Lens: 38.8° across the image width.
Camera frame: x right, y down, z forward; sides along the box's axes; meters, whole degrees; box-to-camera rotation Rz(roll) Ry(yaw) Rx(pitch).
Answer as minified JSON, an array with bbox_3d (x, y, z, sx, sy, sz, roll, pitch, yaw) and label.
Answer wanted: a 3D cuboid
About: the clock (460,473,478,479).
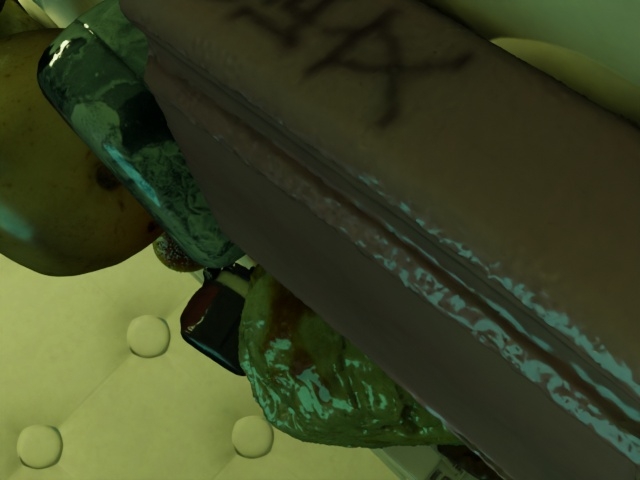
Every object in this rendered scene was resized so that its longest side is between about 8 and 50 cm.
[{"bbox_3d":[0.258,0.369,1.292,0.338,0.102,0.338,42,169,10],"label":"clock"}]

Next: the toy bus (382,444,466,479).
[{"bbox_3d":[0.104,0.153,0.910,0.113,0.139,0.302,37,171,32],"label":"toy bus"}]

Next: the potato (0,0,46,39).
[{"bbox_3d":[-0.486,-0.247,1.392,0.351,0.218,0.202,47,-151,17],"label":"potato"}]

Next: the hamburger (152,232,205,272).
[{"bbox_3d":[-0.236,-0.008,1.606,0.081,0.126,0.141,-118,32,-62],"label":"hamburger"}]

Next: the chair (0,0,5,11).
[{"bbox_3d":[-0.422,-0.292,1.019,0.213,0.149,0.174,12,152,40],"label":"chair"}]

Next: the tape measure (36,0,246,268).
[{"bbox_3d":[-0.132,-0.103,0.836,0.256,0.147,0.275,49,172,-14],"label":"tape measure"}]

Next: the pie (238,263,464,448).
[{"bbox_3d":[0.041,0.075,0.727,0.090,0.248,0.201,-16,-82,-65],"label":"pie"}]

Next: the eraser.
[{"bbox_3d":[0.065,-0.001,0.527,0.359,0.122,0.272,40,161,27],"label":"eraser"}]

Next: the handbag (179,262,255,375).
[{"bbox_3d":[-0.151,0.132,1.626,0.181,0.181,0.254,34,168,-1],"label":"handbag"}]

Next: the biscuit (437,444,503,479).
[{"bbox_3d":[0.302,0.269,0.752,0.394,0.076,0.368,36,172,-19],"label":"biscuit"}]

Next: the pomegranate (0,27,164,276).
[{"bbox_3d":[-0.311,-0.102,1.100,0.319,0.319,0.319,42,169,10],"label":"pomegranate"}]
